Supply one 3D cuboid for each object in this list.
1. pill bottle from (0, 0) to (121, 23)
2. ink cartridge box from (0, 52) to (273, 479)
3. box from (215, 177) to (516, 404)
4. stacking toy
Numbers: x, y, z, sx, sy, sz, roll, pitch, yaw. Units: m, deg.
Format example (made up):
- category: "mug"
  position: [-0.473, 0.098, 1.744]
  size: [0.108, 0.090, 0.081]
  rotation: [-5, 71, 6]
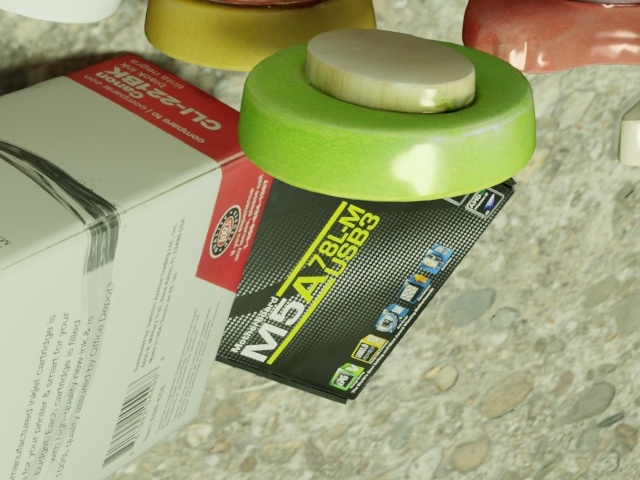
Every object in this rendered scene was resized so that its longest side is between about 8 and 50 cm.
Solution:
- category: "pill bottle"
  position: [-0.093, -0.238, 0.702]
  size: [0.152, 0.152, 0.272]
  rotation: [7, 121, -33]
- category: "ink cartridge box"
  position: [-0.157, 0.040, 0.822]
  size: [0.273, 0.114, 0.197]
  rotation: [-31, 146, -54]
- category: "box"
  position: [0.000, 0.000, 1.013]
  size: [0.184, 0.045, 0.190]
  rotation: [23, 110, -42]
- category: "stacking toy"
  position: [0.076, -0.137, 0.775]
  size: [0.309, 0.279, 0.130]
  rotation: [-4, 116, -9]
